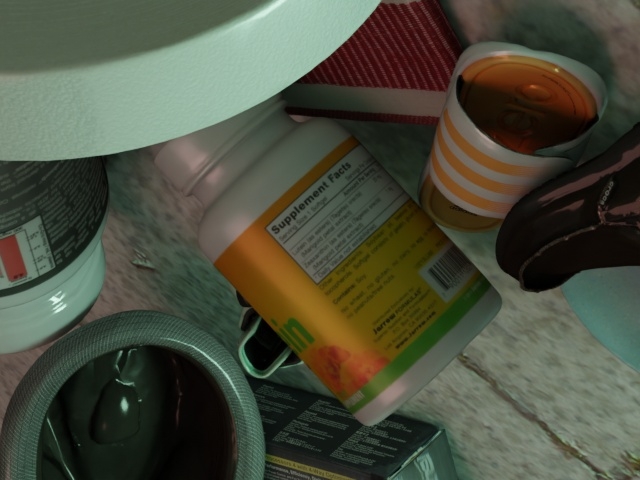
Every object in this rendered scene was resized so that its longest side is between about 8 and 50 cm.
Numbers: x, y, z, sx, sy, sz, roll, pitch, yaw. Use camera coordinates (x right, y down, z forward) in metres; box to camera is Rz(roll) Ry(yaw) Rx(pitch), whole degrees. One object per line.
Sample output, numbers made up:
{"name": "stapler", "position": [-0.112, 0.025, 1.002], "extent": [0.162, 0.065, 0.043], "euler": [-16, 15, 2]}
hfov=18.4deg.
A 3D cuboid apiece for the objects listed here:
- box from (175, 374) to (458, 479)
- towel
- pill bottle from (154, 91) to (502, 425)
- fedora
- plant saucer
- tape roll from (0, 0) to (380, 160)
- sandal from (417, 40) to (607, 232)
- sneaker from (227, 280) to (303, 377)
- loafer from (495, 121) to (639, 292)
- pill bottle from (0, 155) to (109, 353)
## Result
{"name": "box", "position": [-0.022, 0.293, 1.918], "extent": [0.395, 0.097, 0.318], "euler": [10, 128, 42]}
{"name": "towel", "position": [-0.037, -0.207, 1.321], "extent": [0.237, 0.037, 0.329], "euler": [8, 142, 41]}
{"name": "pill bottle", "position": [0.000, 0.000, 1.402], "extent": [0.245, 0.136, 0.136], "euler": [47, 153, 1]}
{"name": "fedora", "position": [-0.180, 0.186, 1.798], "extent": [0.124, 0.244, 0.275], "euler": [-142, 43, -67]}
{"name": "plant saucer", "position": [0.252, 0.039, 1.346], "extent": [0.195, 0.037, 0.195], "euler": [29, 152, 17]}
{"name": "tape roll", "position": [-0.133, -0.214, 1.043], "extent": [0.392, 0.392, 0.072], "euler": [26, 151, 22]}
{"name": "sandal", "position": [0.120, -0.042, 1.314], "extent": [0.102, 0.076, 0.265], "euler": [13, 155, -2]}
{"name": "sneaker", "position": [-0.043, 0.044, 1.582], "extent": [0.094, 0.151, 0.256], "euler": [41, 154, -10]}
{"name": "loafer", "position": [0.190, -0.014, 1.227], "extent": [0.220, 0.080, 0.078], "euler": [-41, 64, 48]}
{"name": "pill bottle", "position": [-0.287, -0.071, 1.632], "extent": [0.210, 0.210, 0.363], "euler": [26, 150, 21]}
